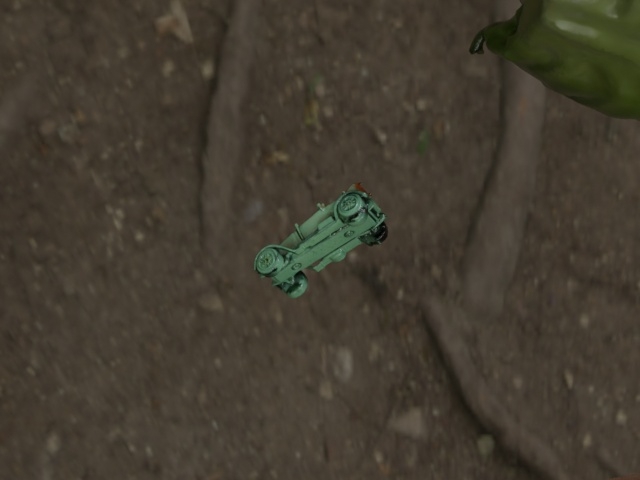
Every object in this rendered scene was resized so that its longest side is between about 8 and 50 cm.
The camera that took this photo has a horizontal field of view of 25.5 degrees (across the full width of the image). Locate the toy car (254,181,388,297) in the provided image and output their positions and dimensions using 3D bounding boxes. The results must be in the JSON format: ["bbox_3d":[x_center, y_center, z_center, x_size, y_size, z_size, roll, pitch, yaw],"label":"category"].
[{"bbox_3d":[0.000,0.000,1.476,0.143,0.073,0.054,-33,55,12],"label":"toy car"}]

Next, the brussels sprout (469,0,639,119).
[{"bbox_3d":[0.350,-0.332,1.360,0.361,0.425,0.342,6,19,-11],"label":"brussels sprout"}]

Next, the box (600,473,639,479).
[{"bbox_3d":[0.289,0.405,1.337,0.385,0.344,0.122,-4,17,-27],"label":"box"}]
